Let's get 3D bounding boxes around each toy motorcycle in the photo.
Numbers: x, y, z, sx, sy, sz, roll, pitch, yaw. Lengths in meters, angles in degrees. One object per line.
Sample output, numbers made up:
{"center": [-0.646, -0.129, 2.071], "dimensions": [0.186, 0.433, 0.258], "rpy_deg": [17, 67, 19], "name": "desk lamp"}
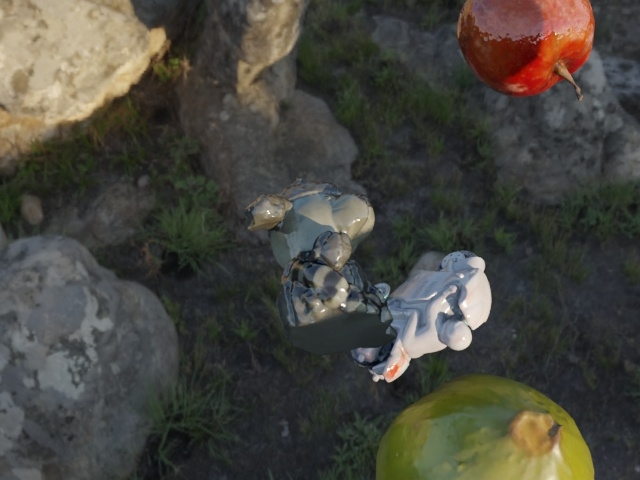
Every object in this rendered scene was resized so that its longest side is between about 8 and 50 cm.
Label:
{"center": [0.168, 0.117, 1.108], "dimensions": [0.260, 0.110, 0.171], "rpy_deg": [-40, 32, -11], "name": "toy motorcycle"}

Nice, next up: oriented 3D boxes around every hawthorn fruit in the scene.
{"center": [0.378, -0.346, 1.272], "dimensions": [0.242, 0.242, 0.271], "rpy_deg": [-16, 58, -16], "name": "hawthorn fruit"}

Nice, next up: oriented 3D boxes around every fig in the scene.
{"center": [0.253, 0.357, 1.114], "dimensions": [0.343, 0.343, 0.343], "rpy_deg": [0, 42, 0], "name": "fig"}

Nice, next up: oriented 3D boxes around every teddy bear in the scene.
{"center": [-0.003, 0.011, 0.876], "dimensions": [0.144, 0.171, 0.251], "rpy_deg": [-27, 71, 27], "name": "teddy bear"}
